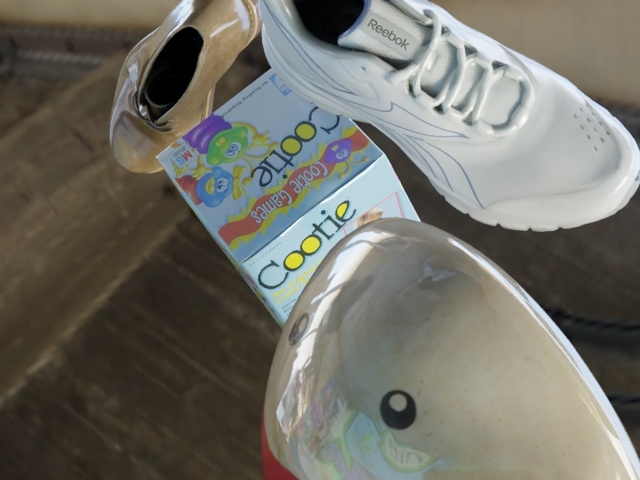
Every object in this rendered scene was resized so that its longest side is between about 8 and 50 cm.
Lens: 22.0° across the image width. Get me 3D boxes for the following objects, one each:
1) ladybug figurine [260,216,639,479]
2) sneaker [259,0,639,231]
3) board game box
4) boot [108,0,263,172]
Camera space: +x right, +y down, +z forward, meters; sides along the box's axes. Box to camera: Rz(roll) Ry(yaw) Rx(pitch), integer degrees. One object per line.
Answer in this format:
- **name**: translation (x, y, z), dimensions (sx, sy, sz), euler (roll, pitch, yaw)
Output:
- **ladybug figurine**: translation (0.084, 0.192, 1.038), dimensions (0.162, 0.449, 0.305), euler (-35, -142, -20)
- **sneaker**: translation (0.073, -0.100, 1.082), dimensions (0.297, 0.129, 0.111), euler (28, -97, 18)
- **board game box**: translation (0.000, 0.000, 1.394), dimensions (0.144, 0.275, 0.142), euler (-38, -125, -4)
- **boot**: translation (-0.165, -0.152, 1.687), dimensions (0.112, 0.305, 0.115), euler (38, -131, -1)
